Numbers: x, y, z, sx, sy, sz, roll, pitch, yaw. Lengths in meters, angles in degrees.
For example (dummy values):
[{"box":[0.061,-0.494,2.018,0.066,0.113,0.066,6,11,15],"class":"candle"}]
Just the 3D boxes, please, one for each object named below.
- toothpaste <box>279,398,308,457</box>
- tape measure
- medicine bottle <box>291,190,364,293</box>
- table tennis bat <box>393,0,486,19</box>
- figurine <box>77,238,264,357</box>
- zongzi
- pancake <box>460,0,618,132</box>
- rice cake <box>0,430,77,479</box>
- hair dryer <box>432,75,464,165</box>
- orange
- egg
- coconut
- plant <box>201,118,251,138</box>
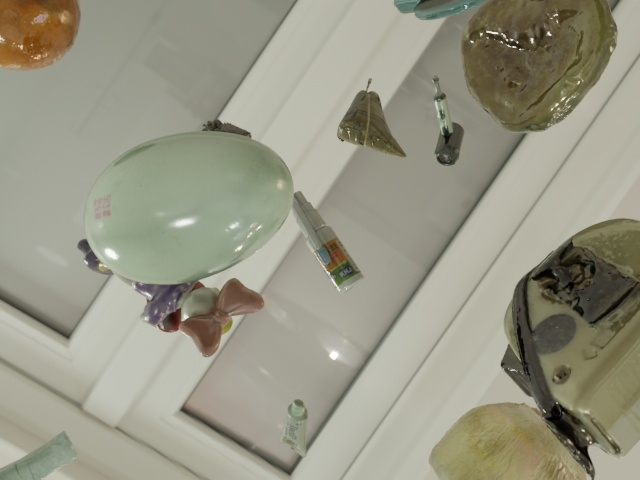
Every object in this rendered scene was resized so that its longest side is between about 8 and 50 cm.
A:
[{"box":[-0.050,0.389,1.631,0.067,0.037,0.255,26,147,12],"class":"toothpaste"},{"box":[0.297,0.098,0.883,0.133,0.271,0.231,44,174,-24],"class":"tape measure"},{"box":[0.000,0.000,1.552,0.220,0.061,0.092,57,-171,11],"class":"medicine bottle"},{"box":[0.163,-0.323,1.050,0.201,0.124,0.033,23,144,58],"class":"table tennis bat"},{"box":[-0.282,0.073,1.448,0.421,0.154,0.193,33,157,28],"class":"figurine"},{"box":[0.150,-0.286,1.891,0.178,0.189,0.081,22,142,8],"class":"zongzi"},{"box":[0.366,-0.329,1.361,0.050,0.294,0.294,0,-152,-45],"class":"pancake"},{"box":[-0.443,0.332,1.047,0.042,0.245,0.045,-9,104,61],"class":"rice cake"},{"box":[0.264,-0.266,1.704,0.057,0.100,0.197,-5,127,22],"class":"hair dryer"},{"box":[-0.586,-0.443,1.550,0.240,0.240,0.171,35,154,6],"class":"orange"},{"box":[-0.205,-0.052,1.213,0.371,0.229,0.230,-15,151,31],"class":"egg"},{"box":[0.379,0.461,1.558,0.297,0.255,0.297,55,177,4],"class":"coconut"},{"box":[-0.253,-0.261,2.049,0.143,0.092,0.094,16,-140,23],"class":"plant"}]
